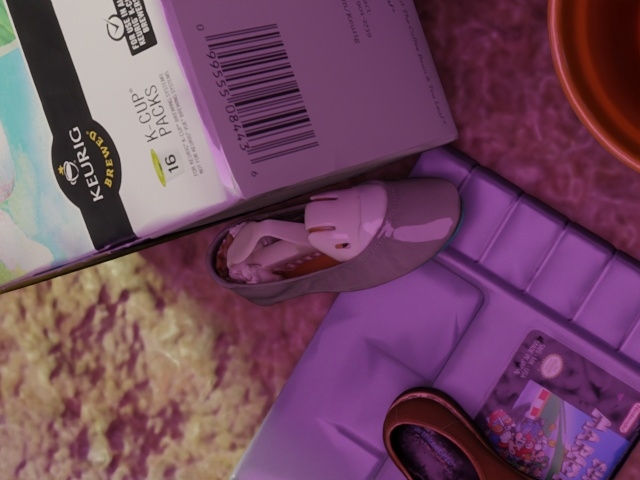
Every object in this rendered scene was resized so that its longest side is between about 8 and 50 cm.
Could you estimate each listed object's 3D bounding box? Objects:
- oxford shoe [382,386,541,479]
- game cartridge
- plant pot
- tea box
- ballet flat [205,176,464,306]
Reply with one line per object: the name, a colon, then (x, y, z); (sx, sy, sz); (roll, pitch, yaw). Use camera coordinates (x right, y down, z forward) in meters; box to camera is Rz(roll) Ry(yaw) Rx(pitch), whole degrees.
oxford shoe: (0.120, 0.185, 0.887); (0.212, 0.076, 0.076); (38, 102, 6)
game cartridge: (0.085, 0.137, 0.959); (0.230, 0.068, 0.355); (33, 103, 14)
plant pot: (0.247, -0.134, 0.818); (0.205, 0.188, 0.205); (2, 97, 14)
tea box: (-0.142, -0.156, 0.853); (0.323, 0.220, 0.329); (-19, 91, 41)
ballet flat: (0.000, 0.000, 0.915); (0.213, 0.068, 0.072); (-19, 57, 45)
